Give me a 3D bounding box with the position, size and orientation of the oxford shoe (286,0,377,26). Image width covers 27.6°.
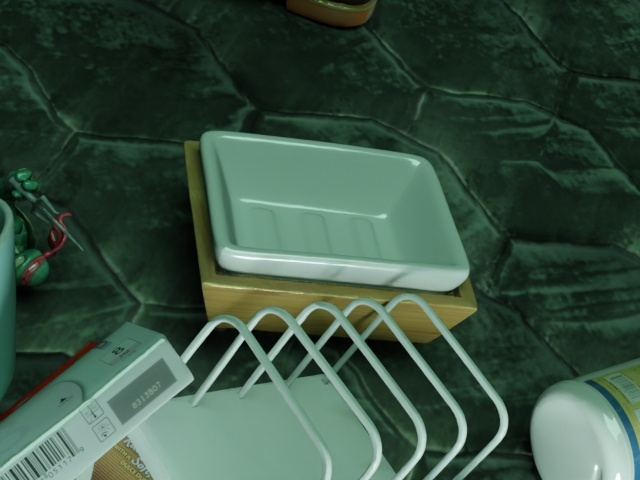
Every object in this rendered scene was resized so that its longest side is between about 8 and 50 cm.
[{"bbox_3d":[-0.086,-0.390,1.654,0.363,0.133,0.130,13,52,-11],"label":"oxford shoe"}]

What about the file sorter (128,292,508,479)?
[{"bbox_3d":[0.004,0.166,1.179,0.277,0.173,0.193,-3,49,-50],"label":"file sorter"}]

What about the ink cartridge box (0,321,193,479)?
[{"bbox_3d":[-0.236,0.140,1.117,0.189,0.232,0.066,-40,116,-22],"label":"ink cartridge box"}]

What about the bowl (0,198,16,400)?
[{"bbox_3d":[-0.385,0.095,1.108,0.311,0.163,0.311,-13,24,6],"label":"bowl"}]

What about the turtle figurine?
[{"bbox_3d":[-0.347,-0.009,1.285,0.234,0.118,0.175,34,91,8],"label":"turtle figurine"}]

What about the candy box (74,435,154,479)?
[{"bbox_3d":[-0.145,0.311,1.132,0.183,0.088,0.316,-31,70,-37],"label":"candy box"}]

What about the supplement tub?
[{"bbox_3d":[0.336,0.197,1.365,0.199,0.144,0.144,-12,60,-28],"label":"supplement tub"}]

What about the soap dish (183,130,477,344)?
[{"bbox_3d":[0.000,0.000,1.379,0.290,0.118,0.229,6,39,-17],"label":"soap dish"}]
